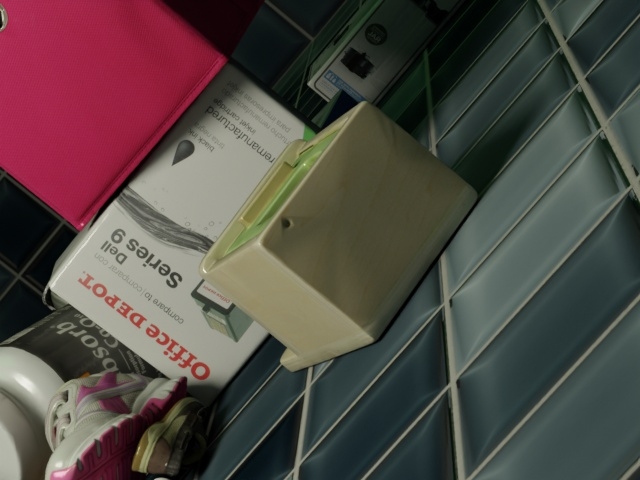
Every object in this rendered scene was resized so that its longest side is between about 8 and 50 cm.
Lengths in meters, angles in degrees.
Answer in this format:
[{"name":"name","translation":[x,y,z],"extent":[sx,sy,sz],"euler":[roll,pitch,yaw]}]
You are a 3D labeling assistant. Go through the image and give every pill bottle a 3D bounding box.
[{"name":"pill bottle","translation":[-0.275,0.165,1.929],"extent":[0.162,0.162,0.278],"euler":[-45,-6,37]}]

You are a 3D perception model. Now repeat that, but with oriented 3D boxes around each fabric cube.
[{"name":"fabric cube","translation":[-0.238,-0.217,1.839],"extent":[0.254,0.258,0.259],"euler":[-46,11,25]}]

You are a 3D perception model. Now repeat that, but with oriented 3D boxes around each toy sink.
[{"name":"toy sink","translation":[0.000,0.000,1.521],"extent":[0.153,0.131,0.234],"euler":[-53,8,-18]}]

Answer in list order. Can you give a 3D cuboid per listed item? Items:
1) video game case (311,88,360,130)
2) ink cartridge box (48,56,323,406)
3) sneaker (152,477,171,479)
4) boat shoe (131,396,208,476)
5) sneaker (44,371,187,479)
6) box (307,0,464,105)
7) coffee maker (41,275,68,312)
[{"name":"video game case","translation":[-0.058,-0.031,2.217],"extent":[0.244,0.061,0.269],"euler":[-44,10,33]},{"name":"ink cartridge box","translation":[-0.104,-0.010,1.862],"extent":[0.289,0.211,0.121],"euler":[-51,10,6]},{"name":"sneaker","translation":[-0.168,0.256,1.627],"extent":[0.109,0.040,0.044],"euler":[-50,11,11]},{"name":"boat shoe","translation":[-0.129,0.186,1.692],"extent":[0.056,0.049,0.152],"euler":[-67,-8,18]},{"name":"sneaker","translation":[-0.211,0.189,1.728],"extent":[0.252,0.111,0.103],"euler":[-36,-47,-73]},{"name":"box","translation":[0.108,-0.297,2.398],"extent":[0.290,0.087,0.169],"euler":[-50,8,11]},{"name":"coffee maker","translation":[-0.295,0.106,2.676],"extent":[0.178,0.171,0.120],"euler":[27,100,61]}]
